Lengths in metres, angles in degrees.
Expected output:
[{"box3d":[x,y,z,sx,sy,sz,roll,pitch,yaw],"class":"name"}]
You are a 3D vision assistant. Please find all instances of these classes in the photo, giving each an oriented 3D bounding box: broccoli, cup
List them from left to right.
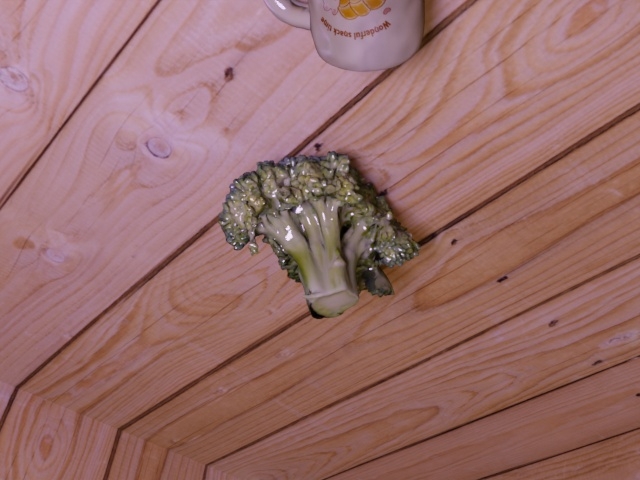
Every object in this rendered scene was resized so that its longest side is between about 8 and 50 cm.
[{"box3d":[0.009,-0.013,1.198,0.277,0.317,0.338,-34,165,18],"class":"broccoli"},{"box3d":[0.037,-0.391,0.903,0.173,0.255,0.202,-34,141,-22],"class":"cup"}]
